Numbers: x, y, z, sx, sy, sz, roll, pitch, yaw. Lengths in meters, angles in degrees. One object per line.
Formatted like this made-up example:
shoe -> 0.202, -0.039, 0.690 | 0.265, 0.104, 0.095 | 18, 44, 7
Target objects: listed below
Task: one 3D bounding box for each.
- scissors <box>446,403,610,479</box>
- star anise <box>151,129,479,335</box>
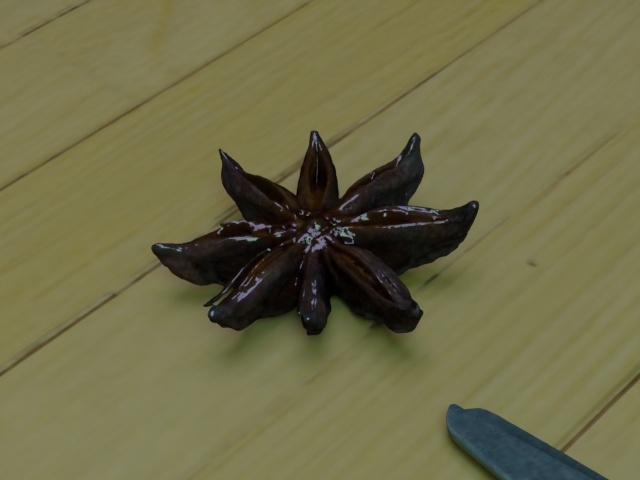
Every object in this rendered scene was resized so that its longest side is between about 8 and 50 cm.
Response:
scissors -> 0.204, 0.165, 0.432 | 0.192, 0.029, 0.447 | -33, 48, -30
star anise -> 0.000, 0.000, 0.621 | 0.141, 0.042, 0.141 | -4, 43, 4
